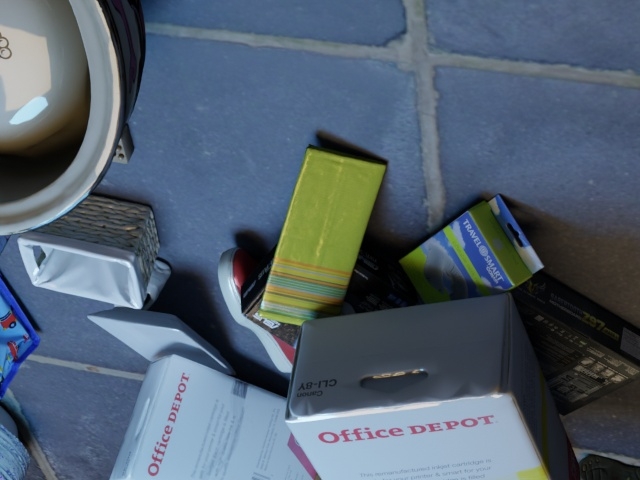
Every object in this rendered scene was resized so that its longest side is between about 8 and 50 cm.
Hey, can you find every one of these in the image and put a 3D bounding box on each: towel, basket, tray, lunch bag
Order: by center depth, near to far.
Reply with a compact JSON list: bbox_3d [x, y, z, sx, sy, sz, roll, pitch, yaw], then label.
[{"bbox_3d":[0.000,0.000,1.708,0.102,0.021,0.237,12,115,-11],"label":"towel"},{"bbox_3d":[-0.308,0.008,1.895,0.167,0.103,0.113,12,145,11],"label":"basket"},{"bbox_3d":[-0.224,0.145,2.041,0.145,0.030,0.270,7,163,16],"label":"tray"},{"bbox_3d":[-0.597,0.087,2.135,0.221,0.138,0.293,5,133,24],"label":"lunch bag"}]

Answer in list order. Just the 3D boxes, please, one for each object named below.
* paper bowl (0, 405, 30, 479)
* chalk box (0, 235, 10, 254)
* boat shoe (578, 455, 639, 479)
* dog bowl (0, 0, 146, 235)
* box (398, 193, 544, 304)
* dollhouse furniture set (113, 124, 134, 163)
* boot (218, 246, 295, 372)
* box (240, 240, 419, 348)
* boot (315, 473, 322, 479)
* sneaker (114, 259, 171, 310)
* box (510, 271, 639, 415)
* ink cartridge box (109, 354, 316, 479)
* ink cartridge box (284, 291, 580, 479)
[{"bbox_3d":[-0.658,0.363,2.500,0.284,0.148,0.284,13,144,10],"label":"paper bowl"},{"bbox_3d":[-0.518,-0.053,1.850,0.289,0.179,0.180,-1,139,25],"label":"chalk box"},{"bbox_3d":[0.463,0.372,2.066,0.178,0.064,0.060,19,151,12],"label":"boat shoe"},{"bbox_3d":[-0.367,-0.215,1.478,0.408,0.150,0.408,8,118,15],"label":"dog bowl"},{"bbox_3d":[0.182,0.030,1.707,0.109,0.042,0.178,58,142,6],"label":"box"},{"bbox_3d":[-0.326,-0.126,1.704,0.144,0.123,0.151,11,144,12],"label":"dollhouse furniture set"},{"bbox_3d":[-0.018,0.084,1.889,0.176,0.088,0.244,-11,137,27],"label":"boot"},{"bbox_3d":[0.010,0.071,1.799,0.180,0.077,0.147,34,110,-20],"label":"box"},{"bbox_3d":[0.072,0.371,2.197,0.089,0.236,0.269,-8,-177,-32],"label":"boot"},{"bbox_3d":[-0.267,0.079,2.010,0.053,0.061,0.152,28,146,-15],"label":"sneaker"},{"bbox_3d":[0.286,0.131,1.821,0.232,0.059,0.183,29,143,-15],"label":"box"},{"bbox_3d":[-0.150,0.317,2.109,0.283,0.207,0.117,24,161,-19],"label":"ink cartridge box"},{"bbox_3d":[0.156,0.256,1.762,0.279,0.160,0.385,-9,136,18],"label":"ink cartridge box"}]
